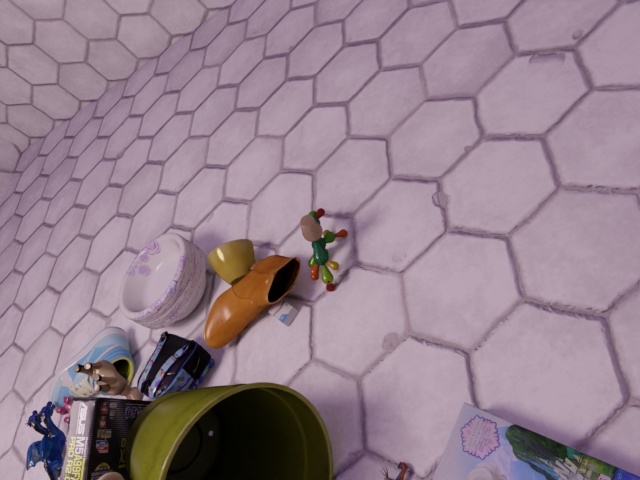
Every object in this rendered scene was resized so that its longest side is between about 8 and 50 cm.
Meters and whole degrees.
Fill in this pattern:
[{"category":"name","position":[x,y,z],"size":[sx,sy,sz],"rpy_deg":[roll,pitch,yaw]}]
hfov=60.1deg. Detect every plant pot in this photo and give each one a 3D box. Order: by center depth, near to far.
[{"category":"plant pot","position":[-0.224,0.453,1.125],"size":[0.352,0.366,0.367],"rpy_deg":[-6,56,52]},{"category":"plant pot","position":[-0.238,0.070,1.551],"size":[0.134,0.134,0.095],"rpy_deg":[-31,69,20]}]

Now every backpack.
[{"category":"backpack","position":[-0.387,0.346,1.454],"size":[0.158,0.117,0.173],"rpy_deg":[6,54,41]}]

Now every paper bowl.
[{"category":"paper bowl","position":[-0.458,0.131,1.665],"size":[0.284,0.148,0.285],"rpy_deg":[-22,50,28]}]

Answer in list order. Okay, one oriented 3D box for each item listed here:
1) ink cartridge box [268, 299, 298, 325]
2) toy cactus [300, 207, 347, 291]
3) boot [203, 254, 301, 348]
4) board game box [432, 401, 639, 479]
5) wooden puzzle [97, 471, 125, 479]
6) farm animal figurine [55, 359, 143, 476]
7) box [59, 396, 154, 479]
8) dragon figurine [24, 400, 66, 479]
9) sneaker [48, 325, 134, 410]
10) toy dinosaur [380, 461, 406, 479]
[{"category":"ink cartridge box","position":[-0.100,0.178,1.414],"size":[0.083,0.028,0.048],"rpy_deg":[25,78,48]},{"category":"toy cactus","position":[0.000,0.000,1.358],"size":[0.112,0.181,0.219],"rpy_deg":[-8,59,12]},{"category":"boot","position":[-0.176,0.155,1.403],"size":[0.295,0.104,0.211],"rpy_deg":[-56,21,-17]},{"category":"board game box","position":[0.305,0.457,0.841],"size":[0.317,0.066,0.319],"rpy_deg":[12,70,45]},{"category":"wooden puzzle","position":[-0.338,0.640,0.960],"size":[0.080,0.323,0.348],"rpy_deg":[-13,26,4]},{"category":"farm animal figurine","position":[-0.514,0.484,1.447],"size":[0.326,0.172,0.331],"rpy_deg":[-2,72,18]},{"category":"box","position":[-0.449,0.453,1.192],"size":[0.060,0.270,0.217],"rpy_deg":[-3,71,9]},{"category":"dragon figurine","position":[-0.792,0.618,1.602],"size":[0.085,0.144,0.289],"rpy_deg":[-31,45,20]},{"category":"sneaker","position":[-0.690,0.430,1.666],"size":[0.319,0.127,0.208],"rpy_deg":[-51,41,0]},{"category":"toy dinosaur","position":[0.141,0.455,1.019],"size":[0.090,0.047,0.082],"rpy_deg":[42,82,15]}]
